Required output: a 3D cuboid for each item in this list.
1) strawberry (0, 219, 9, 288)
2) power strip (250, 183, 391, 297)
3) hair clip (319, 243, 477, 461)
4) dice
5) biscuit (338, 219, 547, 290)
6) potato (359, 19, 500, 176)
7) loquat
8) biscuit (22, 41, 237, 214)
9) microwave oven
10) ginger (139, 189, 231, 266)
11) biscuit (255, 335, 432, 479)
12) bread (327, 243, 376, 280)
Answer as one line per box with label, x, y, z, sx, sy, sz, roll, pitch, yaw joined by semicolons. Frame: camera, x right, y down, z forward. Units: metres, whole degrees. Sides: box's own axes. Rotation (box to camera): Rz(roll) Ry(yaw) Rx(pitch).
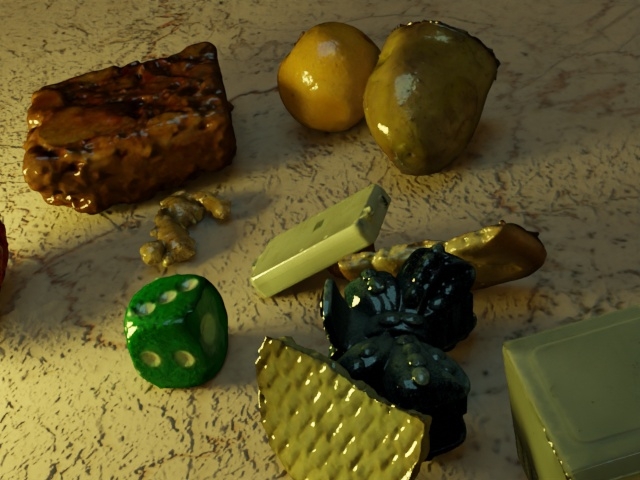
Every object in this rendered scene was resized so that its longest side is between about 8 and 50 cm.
strawberry;-0.602;0.062;2.050;0.280;0.150;0.253;21;68;37
power strip;0.000;0.000;1.905;0.270;0.046;0.118;-28;22;36
hair clip;0.103;0.148;1.655;0.206;0.195;0.310;4;37;8
dice;-0.211;0.134;1.816;0.120;0.131;0.128;-6;36;16
biscuit;0.185;0.037;1.805;0.299;0.154;0.045;-13;60;29
potato;0.175;-0.231;2.140;0.229;0.229;0.266;8;50;29
loquat;0.021;-0.306;2.296;0.208;0.208;0.208;-9;34;6
biscuit;-0.351;-0.208;2.319;0.394;0.166;0.343;-15;36;1
microwave oven;0.420;0.221;1.393;0.354;0.219;0.286;-16;33;-3
ginger;-0.243;-0.026;2.127;0.193;0.053;0.176;-20;34;-23
biscuit;0.016;0.244;1.550;0.273;0.187;0.036;29;22;33
bread;0.049;0.030;1.940;0.085;0.053;0.085;-6;39;5
